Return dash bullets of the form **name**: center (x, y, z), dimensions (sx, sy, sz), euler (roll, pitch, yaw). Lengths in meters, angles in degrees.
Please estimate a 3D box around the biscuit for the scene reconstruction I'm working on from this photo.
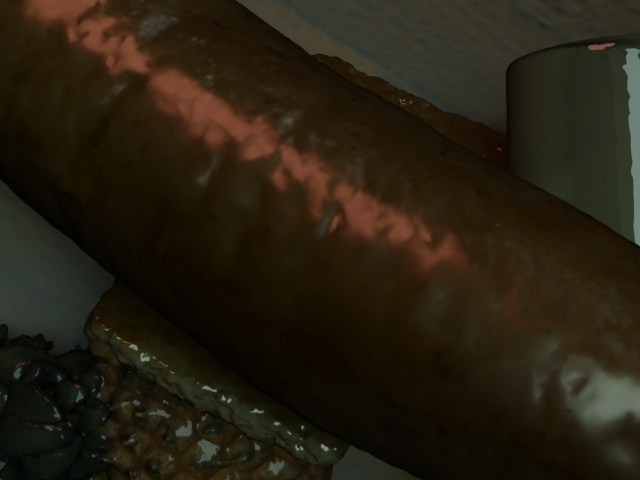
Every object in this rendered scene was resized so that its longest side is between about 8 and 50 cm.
- **biscuit**: center (0.000, 0.000, 0.700), dimensions (0.131, 0.025, 0.231), euler (27, 46, 11)

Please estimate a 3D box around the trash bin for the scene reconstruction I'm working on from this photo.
- **trash bin**: center (0.179, 0.042, 0.713), dimensions (0.243, 0.121, 0.247), euler (2, 82, -47)

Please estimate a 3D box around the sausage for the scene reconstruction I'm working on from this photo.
- **sausage**: center (-0.029, -0.026, 0.610), dimensions (0.501, 0.123, 0.136), euler (37, 90, 17)

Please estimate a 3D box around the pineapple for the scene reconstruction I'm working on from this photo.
- **pineapple**: center (-0.135, 0.085, 0.686), dimensions (0.277, 0.119, 0.130), euler (2, 69, -12)
